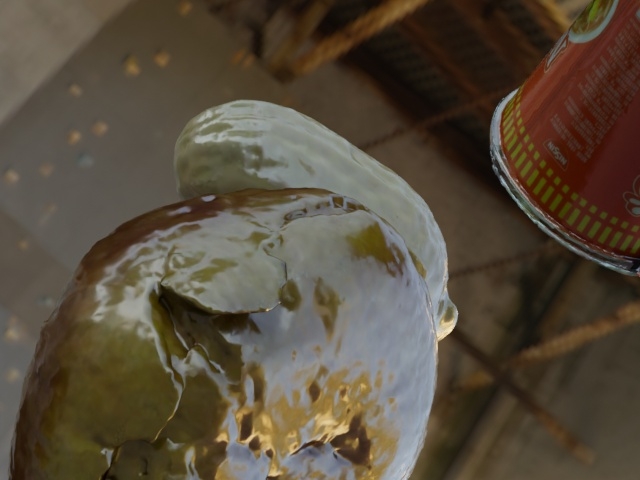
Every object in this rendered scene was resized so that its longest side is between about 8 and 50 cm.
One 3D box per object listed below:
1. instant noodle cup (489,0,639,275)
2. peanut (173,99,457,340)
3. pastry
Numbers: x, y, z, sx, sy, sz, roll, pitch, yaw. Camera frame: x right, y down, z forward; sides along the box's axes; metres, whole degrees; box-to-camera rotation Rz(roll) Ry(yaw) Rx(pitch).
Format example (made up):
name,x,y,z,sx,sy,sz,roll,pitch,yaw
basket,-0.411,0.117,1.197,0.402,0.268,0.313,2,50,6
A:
name,x,y,z,sx,sy,sz,roll,pitch,yaw
instant noodle cup,0.243,-0.112,1.305,0.193,0.193,0.212,33,-48,4
peanut,0.004,-0.004,1.756,0.340,0.174,0.158,30,7,-22
pastry,-0.055,0.125,1.266,0.163,0.356,0.356,17,-32,40
